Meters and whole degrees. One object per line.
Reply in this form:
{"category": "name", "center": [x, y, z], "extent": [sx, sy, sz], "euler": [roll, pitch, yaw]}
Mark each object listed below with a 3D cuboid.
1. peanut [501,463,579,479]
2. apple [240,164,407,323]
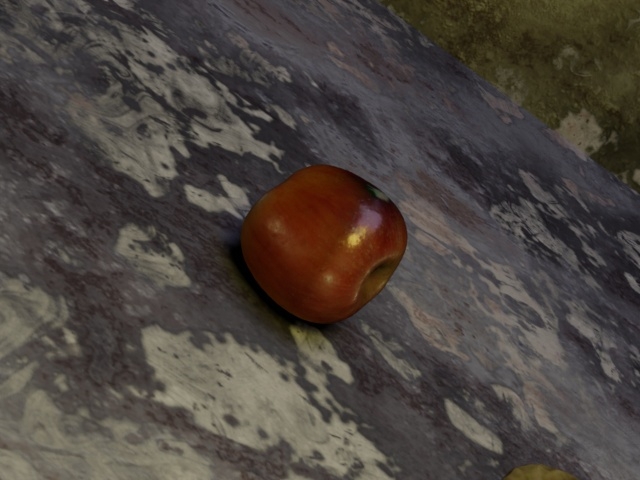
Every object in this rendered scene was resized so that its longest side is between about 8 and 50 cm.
{"category": "peanut", "center": [0.292, 0.343, 1.385], "extent": [0.233, 0.110, 0.197], "euler": [40, 20, -2]}
{"category": "apple", "center": [0.000, 0.000, 1.477], "extent": [0.199, 0.199, 0.199], "euler": [32, 26, -18]}
